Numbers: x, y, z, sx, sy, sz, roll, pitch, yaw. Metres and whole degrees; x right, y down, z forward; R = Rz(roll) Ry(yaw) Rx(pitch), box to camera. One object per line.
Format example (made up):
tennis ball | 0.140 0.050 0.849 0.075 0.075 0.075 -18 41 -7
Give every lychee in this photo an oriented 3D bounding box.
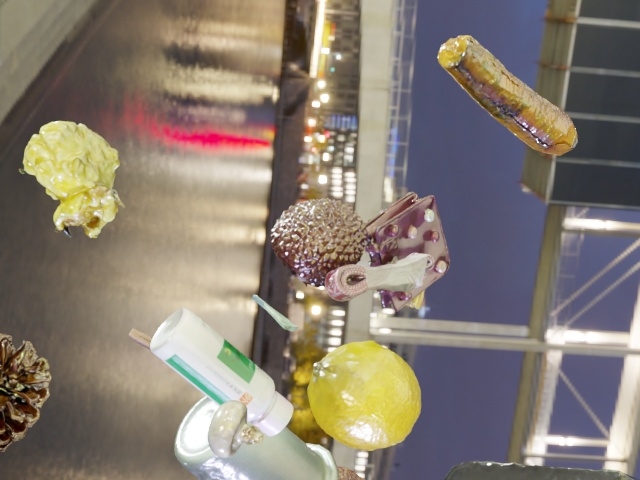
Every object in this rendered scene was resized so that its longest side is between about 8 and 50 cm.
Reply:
lychee | 0.000 0.000 1.553 0.188 0.188 0.188 -176 -90 -87

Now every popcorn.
popcorn | -0.435 -0.114 1.425 0.168 0.174 0.195 54 20 -60

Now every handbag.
handbag | 0.188 0.020 1.748 0.216 0.074 0.203 -34 119 -39

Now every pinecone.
pinecone | -0.451 0.204 1.117 0.165 0.163 0.163 -35 -149 26

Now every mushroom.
mushroom | -0.121 0.278 1.175 0.085 0.079 0.085 14 90 -81

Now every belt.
belt | 0.114 0.069 1.502 0.053 0.232 0.071 -28 -105 56

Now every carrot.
carrot | 0.266 -0.199 1.127 0.070 0.260 0.070 -34 -140 34

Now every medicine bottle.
medicine bottle | -0.159 0.224 1.340 0.095 0.260 0.095 -40 -161 16

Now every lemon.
lemon | 0.081 0.282 1.473 0.192 0.231 0.192 -41 -154 25

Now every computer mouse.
computer mouse | 0.254 0.318 0.905 0.295 0.168 0.087 -18 -138 47

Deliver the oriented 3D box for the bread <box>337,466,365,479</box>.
bread | 0.065 0.558 1.705 0.064 0.193 0.193 -49 -162 20

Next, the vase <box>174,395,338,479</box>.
vase | -0.141 0.449 1.619 0.291 0.245 0.245 47 26 -31

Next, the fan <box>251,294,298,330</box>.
fan | -0.113 0.171 1.918 0.193 0.038 0.016 32 -74 52

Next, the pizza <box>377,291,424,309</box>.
pizza | 0.194 0.101 1.914 0.041 0.131 0.178 36 25 -42

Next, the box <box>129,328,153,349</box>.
box | -0.426 0.260 2.028 0.025 0.115 0.048 -58 164 -24
